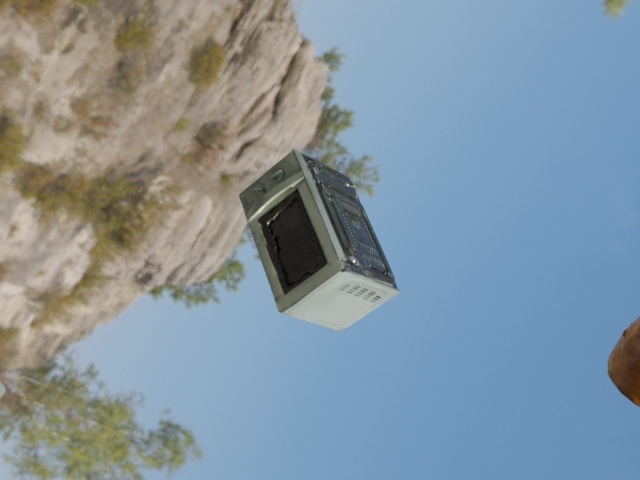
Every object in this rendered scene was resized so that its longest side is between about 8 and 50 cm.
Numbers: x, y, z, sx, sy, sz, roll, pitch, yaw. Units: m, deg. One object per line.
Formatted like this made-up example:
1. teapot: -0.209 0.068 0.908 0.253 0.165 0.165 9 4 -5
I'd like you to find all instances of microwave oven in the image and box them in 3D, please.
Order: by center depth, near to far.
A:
1. microwave oven: 0.000 0.000 1.136 0.122 0.162 0.208 -37 -124 24

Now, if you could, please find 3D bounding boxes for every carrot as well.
1. carrot: 0.632 0.160 1.437 0.196 0.196 0.254 -91 -178 -52

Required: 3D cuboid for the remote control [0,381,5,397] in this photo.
1. remote control: -0.417 0.131 0.909 0.029 0.162 0.061 -8 -149 24
